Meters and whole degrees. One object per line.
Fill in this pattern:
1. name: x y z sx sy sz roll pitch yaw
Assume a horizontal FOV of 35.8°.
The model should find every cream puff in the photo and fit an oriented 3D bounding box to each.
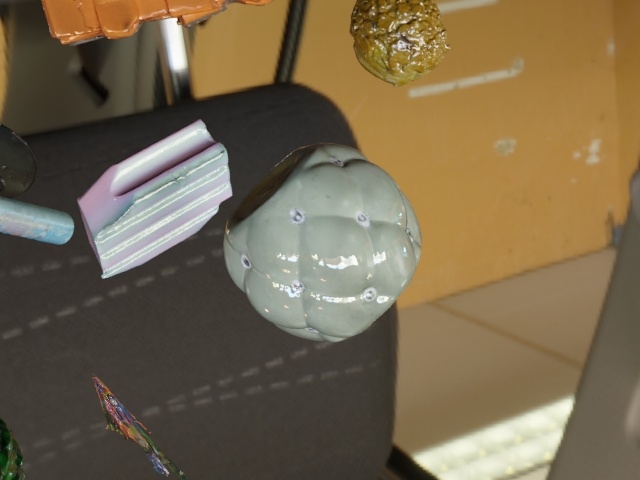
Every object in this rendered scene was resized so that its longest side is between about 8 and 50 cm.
1. cream puff: 0.108 -0.289 1.362 0.126 0.144 0.103 -37 175 -15

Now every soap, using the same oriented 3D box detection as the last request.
1. soap: -0.157 -0.035 0.925 0.149 0.100 0.056 -32 -120 -18

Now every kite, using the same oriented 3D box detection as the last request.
1. kite: -0.325 0.309 1.654 0.016 0.234 0.321 -42 -153 -24

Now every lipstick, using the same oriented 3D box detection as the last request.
1. lipstick: -0.398 -0.028 1.324 0.048 0.048 0.158 1 173 26

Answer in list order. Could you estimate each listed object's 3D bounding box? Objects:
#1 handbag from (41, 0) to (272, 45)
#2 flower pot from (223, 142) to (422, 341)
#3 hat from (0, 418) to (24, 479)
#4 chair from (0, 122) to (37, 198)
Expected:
1. handbag: -0.217 -0.462 1.438 0.410 0.303 0.116 -15 -176 -6
2. flower pot: 0.000 0.000 1.228 0.246 0.195 0.246 -43 -165 15
3. hat: -0.489 0.320 1.071 0.274 0.242 0.332 20 -131 -10
4. chair: -0.627 0.001 1.659 0.227 0.226 0.401 -5 -130 9
